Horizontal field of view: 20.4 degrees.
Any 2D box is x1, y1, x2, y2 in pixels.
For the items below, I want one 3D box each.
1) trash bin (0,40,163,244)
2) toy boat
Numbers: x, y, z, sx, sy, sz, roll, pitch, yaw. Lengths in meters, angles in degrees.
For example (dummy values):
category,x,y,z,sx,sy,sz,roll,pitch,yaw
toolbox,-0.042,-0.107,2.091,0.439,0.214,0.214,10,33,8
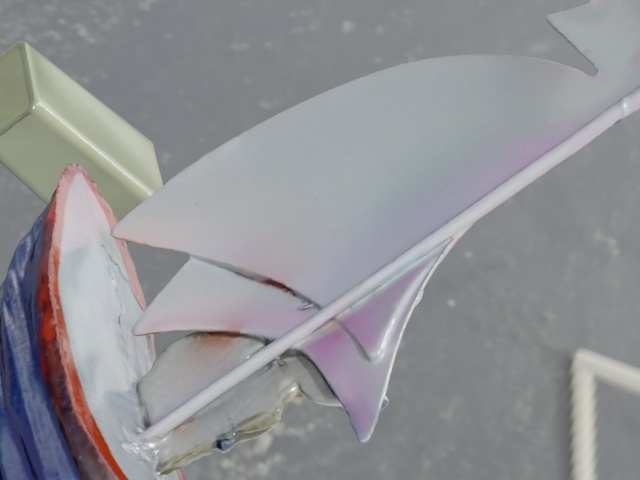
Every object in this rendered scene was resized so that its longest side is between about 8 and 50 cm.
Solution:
category,x,y,z,sx,sy,sz,roll,pitch,yaw
trash bin,-0.119,-0.044,0.840,0.043,0.061,0.092,-34,132,14
toy boat,-0.023,-0.003,0.670,0.318,0.219,0.072,-51,134,-8
